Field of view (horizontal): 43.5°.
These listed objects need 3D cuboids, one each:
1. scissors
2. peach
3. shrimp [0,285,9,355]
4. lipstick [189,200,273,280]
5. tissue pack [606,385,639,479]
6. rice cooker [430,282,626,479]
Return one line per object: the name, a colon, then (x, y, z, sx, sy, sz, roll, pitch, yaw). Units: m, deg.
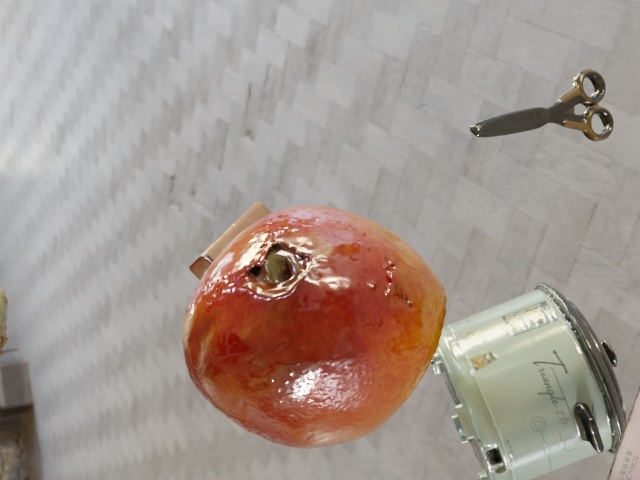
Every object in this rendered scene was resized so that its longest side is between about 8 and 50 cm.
scissors: (0.256, -0.143, 0.921, 0.017, 0.220, 0.088, -6, 98, 59)
peach: (-0.003, 0.081, 0.799, 0.281, 0.281, 0.238, -37, 58, 51)
shrimp: (-0.498, 0.153, 1.181, 0.267, 0.061, 0.145, 34, 112, 61)
lipstick: (-0.116, 0.004, 1.094, 0.045, 0.145, 0.045, 44, 135, -3)
tissue pack: (0.391, 0.141, 0.812, 0.092, 0.148, 0.246, 21, 101, 34)
rice cooker: (0.280, 0.190, 1.061, 0.280, 0.227, 0.241, -109, -3, -70)
